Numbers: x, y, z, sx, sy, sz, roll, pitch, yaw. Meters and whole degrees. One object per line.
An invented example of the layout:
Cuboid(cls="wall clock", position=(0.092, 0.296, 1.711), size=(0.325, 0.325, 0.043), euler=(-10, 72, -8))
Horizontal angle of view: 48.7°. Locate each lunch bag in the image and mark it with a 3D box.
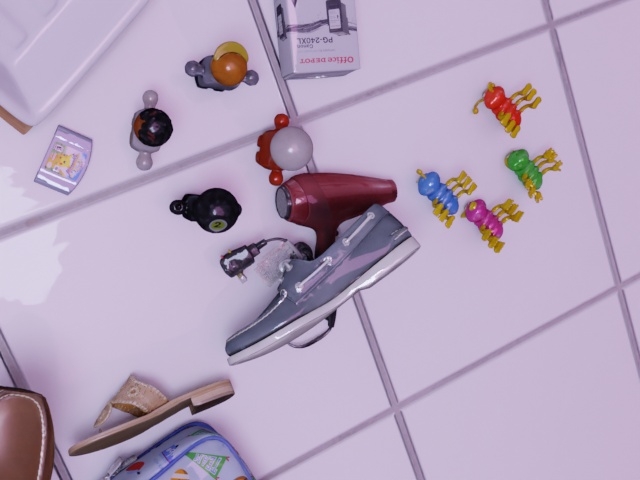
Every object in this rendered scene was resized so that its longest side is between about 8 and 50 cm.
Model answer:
Cuboid(cls="lunch bag", position=(-0.188, 0.422, 0.998), size=(0.243, 0.115, 0.303), euler=(-34, 106, -23))

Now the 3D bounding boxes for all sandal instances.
Cuboid(cls="sandal", position=(-0.246, 0.225, 1.003), size=(0.240, 0.088, 0.079), euler=(-16, 69, -26))

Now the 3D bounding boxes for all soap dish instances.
Cuboid(cls="soap dish", position=(-0.341, -0.303, 0.829), size=(0.291, 0.118, 0.229), euler=(-54, 151, -9))

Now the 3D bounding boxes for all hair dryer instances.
Cuboid(cls="hair dryer", position=(0.000, 0.000, 1.078), size=(0.293, 0.080, 0.224), euler=(-44, 124, -6))

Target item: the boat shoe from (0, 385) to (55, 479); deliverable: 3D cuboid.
Cuboid(cls="boat shoe", position=(-0.353, 0.323, 0.750), size=(0.122, 0.120, 0.324), euler=(15, 82, -31))

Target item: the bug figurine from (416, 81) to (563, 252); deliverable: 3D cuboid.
Cuboid(cls="bug figurine", position=(0.276, -0.113, 1.159), size=(0.216, 0.072, 0.279), euler=(46, 74, -25))

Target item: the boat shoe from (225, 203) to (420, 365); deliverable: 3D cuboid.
Cuboid(cls="boat shoe", position=(-0.011, 0.063, 1.011), size=(0.319, 0.116, 0.099), euler=(-34, 80, -6))

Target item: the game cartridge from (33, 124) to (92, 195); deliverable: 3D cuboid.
Cuboid(cls="game cartridge", position=(-0.342, -0.106, 0.950), size=(0.056, 0.017, 0.083), euler=(23, 87, -25))

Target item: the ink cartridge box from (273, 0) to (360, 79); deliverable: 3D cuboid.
Cuboid(cls="ink cartridge box", position=(-0.006, -0.317, 1.033), size=(0.109, 0.063, 0.151), euler=(-9, 98, -20))

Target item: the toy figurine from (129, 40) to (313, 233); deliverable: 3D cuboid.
Cuboid(cls="toy figurine", position=(-0.140, -0.135, 0.954), size=(0.213, 0.148, 0.210), euler=(-39, 107, -13))
